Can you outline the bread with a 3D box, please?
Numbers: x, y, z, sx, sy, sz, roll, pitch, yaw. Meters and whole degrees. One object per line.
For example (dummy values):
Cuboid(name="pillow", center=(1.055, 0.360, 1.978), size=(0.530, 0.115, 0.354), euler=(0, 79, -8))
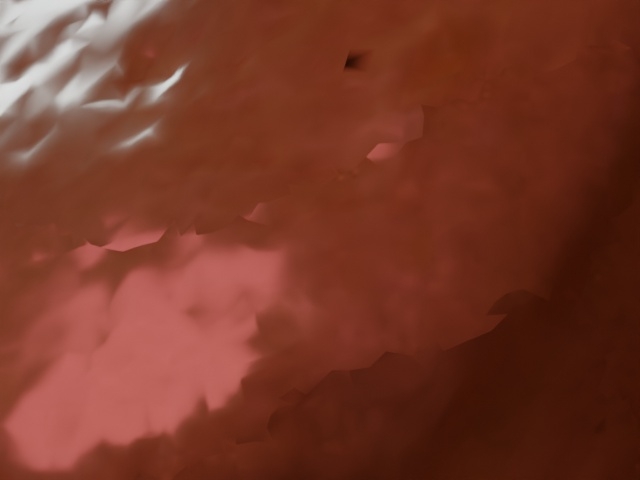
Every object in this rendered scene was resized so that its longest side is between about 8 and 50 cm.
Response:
Cuboid(name="bread", center=(0.006, 0.007, 0.493), size=(0.320, 0.237, 0.320), euler=(-22, 42, 21))
